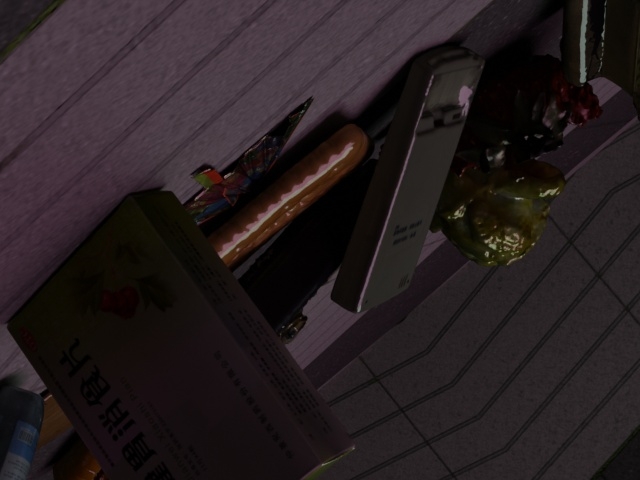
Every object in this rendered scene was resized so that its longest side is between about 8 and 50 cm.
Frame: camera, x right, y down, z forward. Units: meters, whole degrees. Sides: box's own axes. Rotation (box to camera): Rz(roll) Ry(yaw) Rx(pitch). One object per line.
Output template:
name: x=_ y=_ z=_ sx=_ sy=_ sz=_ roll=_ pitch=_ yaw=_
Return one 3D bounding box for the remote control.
remote control: x=0.089 y=-0.063 z=1.320 sx=0.123 sy=0.038 sz=0.285 roll=-23 pitch=135 yaw=-53

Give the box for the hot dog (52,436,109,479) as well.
hot dog: x=-0.282 y=0.276 z=1.726 sx=0.102 sy=0.076 sz=0.249 roll=-33 pitch=168 yaw=-48

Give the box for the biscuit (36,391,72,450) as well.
biscuit: x=-0.272 y=0.178 z=1.490 sx=0.237 sy=0.013 sz=0.232 roll=-35 pitch=170 yaw=-22

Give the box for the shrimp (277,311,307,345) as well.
shrimp: x=-0.073 y=0.153 z=2.015 sx=0.126 sy=0.047 sz=0.223 roll=-39 pitch=179 yaw=-44

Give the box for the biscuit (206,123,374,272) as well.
biscuit: x=-0.049 y=-0.025 z=1.284 sx=0.250 sy=0.030 sz=0.160 roll=-39 pitch=175 yaw=5

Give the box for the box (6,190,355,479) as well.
box: x=-0.116 y=0.114 z=1.029 sx=0.175 sy=0.260 sz=0.062 roll=-43 pitch=167 yaw=25

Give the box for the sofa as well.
sofa: x=0.372 y=-0.289 z=1.395 sx=0.258 sy=0.182 sz=0.200 roll=-37 pitch=153 yaw=-11

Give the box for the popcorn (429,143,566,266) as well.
popcorn: x=0.231 y=-0.061 z=1.710 sx=0.198 sy=0.198 sz=0.212 roll=-29 pitch=172 yaw=-43

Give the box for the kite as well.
kite: x=-0.091 y=-0.040 z=1.154 sx=0.241 sy=0.014 sz=0.183 roll=-38 pitch=170 yaw=3

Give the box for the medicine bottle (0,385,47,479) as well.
medicine bottle: x=-0.313 y=0.243 z=1.218 sx=0.090 sy=0.054 sz=0.208 roll=113 pitch=-7 yaw=-70

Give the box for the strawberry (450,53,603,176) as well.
strawberry: x=0.235 y=-0.162 z=1.546 sx=0.188 sy=0.106 sz=0.286 roll=-18 pitch=-170 yaw=14

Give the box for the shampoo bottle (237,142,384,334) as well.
shampoo bottle: x=0.000 y=0.000 z=1.373 sx=0.309 sy=0.071 sz=0.098 roll=-47 pitch=-175 yaw=-22
